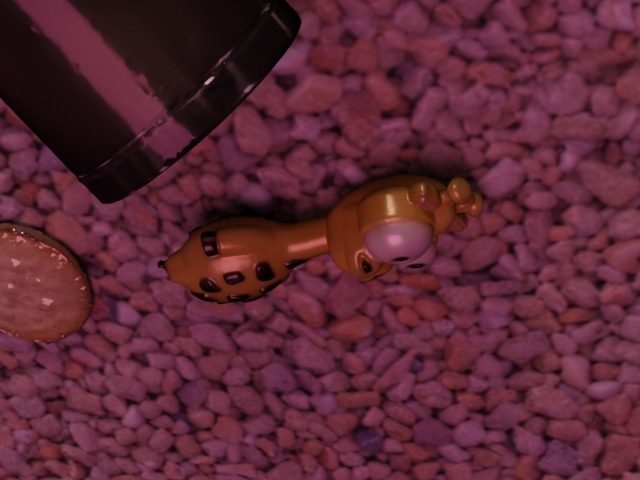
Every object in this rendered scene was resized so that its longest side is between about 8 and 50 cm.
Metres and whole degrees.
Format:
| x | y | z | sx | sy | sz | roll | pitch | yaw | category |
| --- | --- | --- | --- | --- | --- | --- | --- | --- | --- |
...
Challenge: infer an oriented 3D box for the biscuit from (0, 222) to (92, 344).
| x | y | z | sx | sy | sz | roll | pitch | yaw | category |
| --- | --- | --- | --- | --- | --- | --- | --- | --- | --- |
| -0.297 | 0.044 | 1.202 | 0.152 | 0.020 | 0.152 | 7 | 129 | 8 | biscuit |

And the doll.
| x | y | z | sx | sy | sz | roll | pitch | yaw | category |
| --- | --- | --- | --- | --- | --- | --- | --- | --- | --- |
| 0.000 | 0.001 | 1.057 | 0.291 | 0.086 | 0.117 | -13 | 164 | 20 | doll |

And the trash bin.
| x | y | z | sx | sy | sz | roll | pitch | yaw | category |
| --- | --- | --- | --- | --- | --- | --- | --- | --- | --- |
| -0.187 | -0.200 | 0.860 | 0.203 | 0.252 | 0.301 | -44 | 107 | -1 | trash bin |
